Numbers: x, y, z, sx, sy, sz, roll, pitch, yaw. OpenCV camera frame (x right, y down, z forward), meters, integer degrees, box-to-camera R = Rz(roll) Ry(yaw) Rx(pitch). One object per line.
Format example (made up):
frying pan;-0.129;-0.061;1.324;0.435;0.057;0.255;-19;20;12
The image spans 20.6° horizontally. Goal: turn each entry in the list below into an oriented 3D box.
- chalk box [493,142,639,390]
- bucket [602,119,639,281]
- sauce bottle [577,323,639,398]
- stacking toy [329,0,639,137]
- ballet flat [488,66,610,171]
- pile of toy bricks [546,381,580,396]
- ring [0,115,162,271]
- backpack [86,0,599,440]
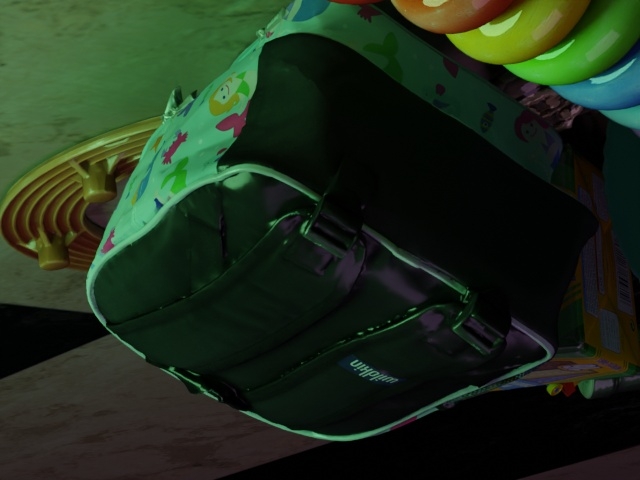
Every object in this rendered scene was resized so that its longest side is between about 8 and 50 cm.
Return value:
chalk box;0.084;0.028;1.141;0.213;0.132;0.132;-9;165;23
bucket;0.304;-0.028;1.001;0.281;0.281;0.183;-18;158;26
sauce bottle;0.426;0.101;1.758;0.344;0.111;0.111;-5;163;-9
stacking toy;0.111;-0.122;0.807;0.330;0.141;0.141;10;155;-39
ballet flat;0.182;-0.070;1.132;0.084;0.058;0.250;-18;162;25
pile of toy bricks;0.193;0.033;1.448;0.105;0.118;0.212;-36;147;-7
ring;-0.052;-0.022;1.208;0.337;0.032;0.336;-8;163;-2
backpack;0.000;0.000;0.973;0.225;0.191;0.253;31;142;-18
